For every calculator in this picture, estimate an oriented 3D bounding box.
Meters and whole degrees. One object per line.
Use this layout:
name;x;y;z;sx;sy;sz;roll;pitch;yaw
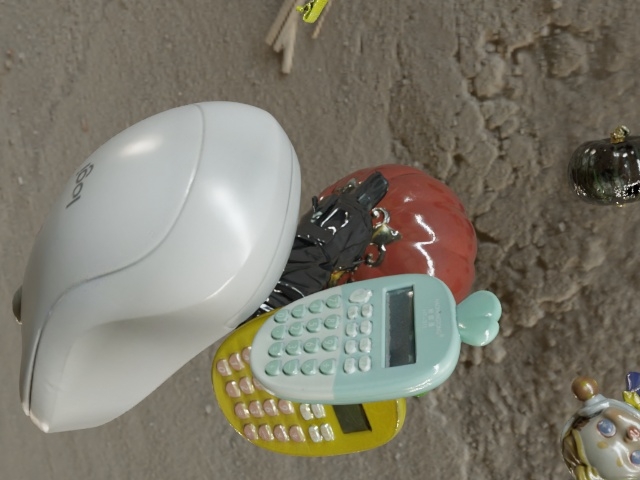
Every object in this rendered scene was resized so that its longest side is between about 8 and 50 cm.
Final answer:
calculator;-0.003;0.125;0.684;0.235;0.032;0.146;-17;98;30
calculator;0.031;0.057;0.450;0.153;0.095;0.021;-8;126;11

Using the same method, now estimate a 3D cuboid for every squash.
squash;0.587;-0.141;1.494;0.193;0.193;0.155;-24;96;46

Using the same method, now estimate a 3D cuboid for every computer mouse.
computer mouse;-0.139;0.017;0.520;0.297;0.121;0.184;-30;44;36

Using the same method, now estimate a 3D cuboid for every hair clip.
hair clip;0.024;-0.525;1.578;0.173;0.072;0.046;-35;89;26

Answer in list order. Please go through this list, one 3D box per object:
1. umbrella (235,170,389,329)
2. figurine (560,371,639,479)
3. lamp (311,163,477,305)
umbrella;0.000;0.000;0.894;0.118;0.340;0.118;14;125;22
figurine;0.458;0.253;1.101;0.194;0.133;0.274;22;74;15
lamp;0.101;0.028;1.194;0.303;0.257;0.302;-23;59;44
